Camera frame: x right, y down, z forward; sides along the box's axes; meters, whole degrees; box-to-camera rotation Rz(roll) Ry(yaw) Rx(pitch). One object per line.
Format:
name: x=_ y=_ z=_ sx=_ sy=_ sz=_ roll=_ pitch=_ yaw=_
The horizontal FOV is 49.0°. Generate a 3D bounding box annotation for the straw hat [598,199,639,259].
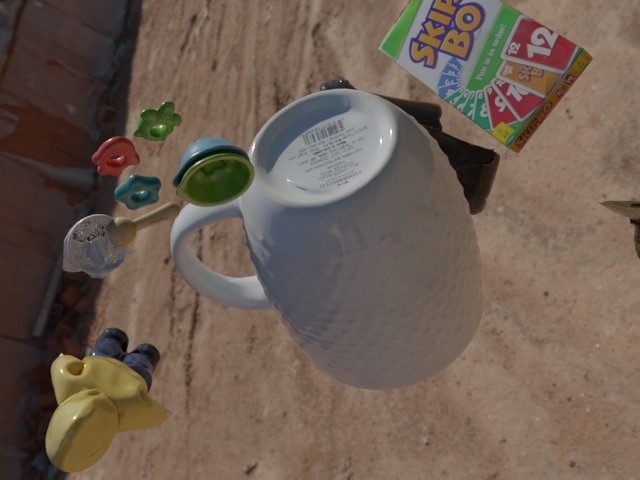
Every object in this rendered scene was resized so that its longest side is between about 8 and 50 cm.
straw hat: x=0.358 y=-0.006 z=0.730 sx=0.144 sy=0.145 sz=0.061 roll=-160 pitch=71 yaw=-63

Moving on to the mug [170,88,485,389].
mug: x=0.000 y=0.000 z=0.866 sx=0.375 sy=0.328 sz=0.276 roll=-10 pitch=53 yaw=12

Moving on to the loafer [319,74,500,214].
loafer: x=0.162 y=-0.191 z=1.253 sx=0.130 sy=0.366 sz=0.134 roll=-54 pitch=-9 yaw=0

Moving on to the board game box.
board game box: x=0.171 y=-0.221 z=0.811 sx=0.124 sy=0.039 sz=0.259 roll=-54 pitch=50 yaw=16

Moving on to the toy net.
toy net: x=-0.173 y=-0.025 z=0.641 sx=0.232 sy=0.122 sz=0.045 roll=-39 pitch=59 yaw=24

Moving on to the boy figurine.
boy figurine: x=-0.288 y=0.214 z=0.958 sx=0.092 sy=0.177 sz=0.285 roll=-60 pitch=11 yaw=11
